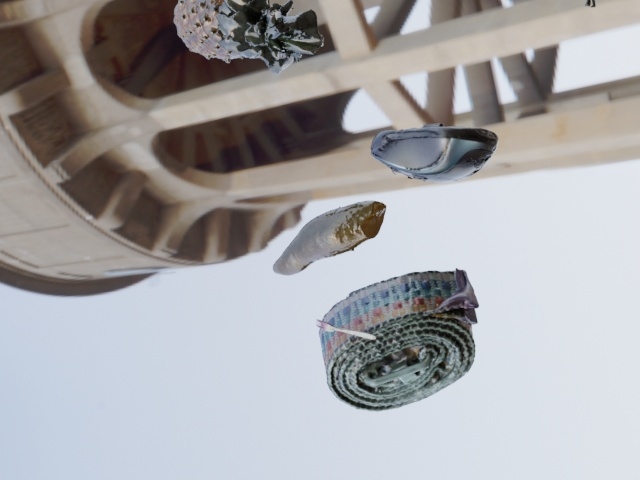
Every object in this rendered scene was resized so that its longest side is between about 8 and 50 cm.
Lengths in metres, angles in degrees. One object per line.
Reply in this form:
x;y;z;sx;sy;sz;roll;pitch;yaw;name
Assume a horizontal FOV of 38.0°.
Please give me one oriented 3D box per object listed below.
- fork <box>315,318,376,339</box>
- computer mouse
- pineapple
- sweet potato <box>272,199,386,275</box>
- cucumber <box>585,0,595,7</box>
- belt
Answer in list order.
0.040;0.149;1.543;0.012;0.115;0.016;-33;-50;-54;fork
0.199;-0.148;1.633;0.137;0.233;0.096;11;-99;-50;computer mouse
-0.117;-0.358;1.559;0.141;0.310;0.170;-50;-50;-15;pineapple
0.000;0.000;1.494;0.077;0.244;0.077;34;-137;-39;sweet potato
0.267;-0.312;1.099;0.039;0.163;0.043;1;-68;-31;cucumber
0.146;0.185;1.632;0.160;0.295;0.206;-97;-13;-54;belt
